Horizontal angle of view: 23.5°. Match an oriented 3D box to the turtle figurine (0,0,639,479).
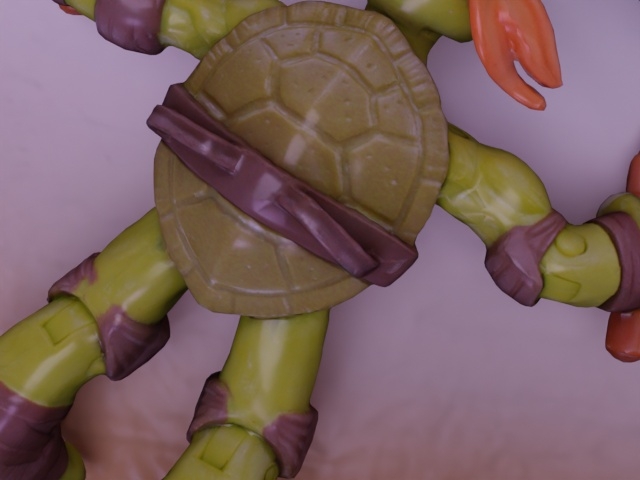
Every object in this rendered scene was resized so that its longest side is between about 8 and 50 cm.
[{"bbox_3d":[0.000,0.000,0.408,0.269,0.087,0.217,32,100,2],"label":"turtle figurine"}]
